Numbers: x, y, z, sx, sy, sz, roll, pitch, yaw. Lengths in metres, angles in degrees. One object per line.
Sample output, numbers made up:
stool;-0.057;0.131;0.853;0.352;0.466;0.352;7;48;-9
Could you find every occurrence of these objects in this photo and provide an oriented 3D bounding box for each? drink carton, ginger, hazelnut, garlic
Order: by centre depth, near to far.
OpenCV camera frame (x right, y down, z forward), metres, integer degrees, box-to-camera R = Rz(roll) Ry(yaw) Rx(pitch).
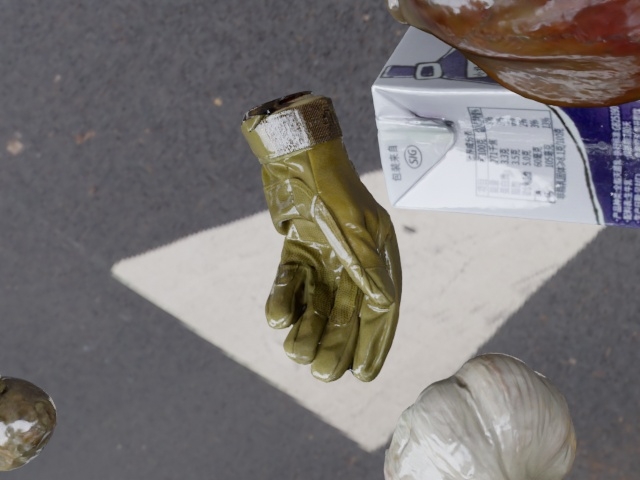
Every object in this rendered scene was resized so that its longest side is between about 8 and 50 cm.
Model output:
hazelnut;0.125;-0.178;0.608;0.229;0.229;0.229;19;144;14
drink carton;0.157;-0.085;0.771;0.222;0.134;0.102;5;130;23
ginger;-0.282;0.100;0.923;0.104;0.080;0.204;-13;132;34
garlic;0.187;0.247;1.285;0.218;0.218;0.212;61;176;-37

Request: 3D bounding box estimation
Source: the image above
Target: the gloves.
gloves;0.006;-0.002;1.356;0.154;0.141;0.331;-19;83;19
